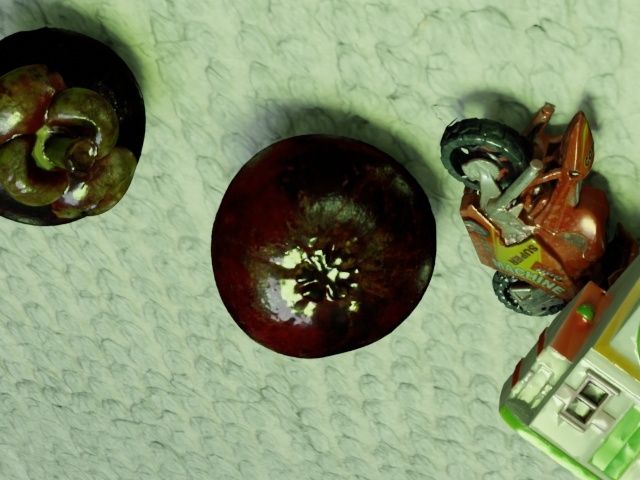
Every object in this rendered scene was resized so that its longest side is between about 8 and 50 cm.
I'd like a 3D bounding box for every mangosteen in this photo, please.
[{"bbox_3d":[-0.274,-0.107,1.729,0.211,0.211,0.250,40,-177,-24],"label":"mangosteen"},{"bbox_3d":[0.000,0.000,1.770,0.235,0.235,0.261,31,-170,-12],"label":"mangosteen"}]

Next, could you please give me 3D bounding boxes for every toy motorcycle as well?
[{"bbox_3d":[0.220,-0.020,1.677,0.171,0.089,0.298,5,143,27],"label":"toy motorcycle"}]

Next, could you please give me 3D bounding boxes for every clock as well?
[{"bbox_3d":[0.348,0.099,1.583,0.235,0.166,0.309,35,104,0],"label":"clock"}]
